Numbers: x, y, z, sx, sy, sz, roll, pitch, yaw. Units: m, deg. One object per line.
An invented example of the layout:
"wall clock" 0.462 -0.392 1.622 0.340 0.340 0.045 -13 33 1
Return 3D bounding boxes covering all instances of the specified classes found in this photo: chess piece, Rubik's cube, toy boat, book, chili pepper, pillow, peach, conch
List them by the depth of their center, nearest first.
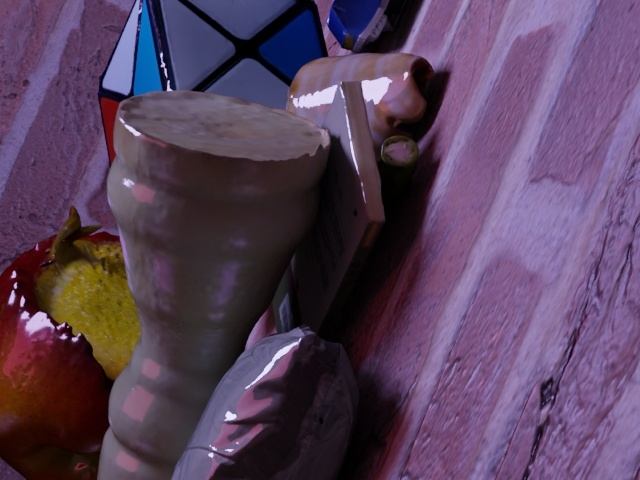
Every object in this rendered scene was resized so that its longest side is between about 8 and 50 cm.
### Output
"pillow" -0.064 0.220 1.492 0.283 0.138 0.310 -151 86 -87
"chili pepper" 0.060 -0.059 1.659 0.050 0.052 0.201 -40 -1 -24
"chess piece" -0.130 0.083 1.670 0.234 0.234 0.442 -104 22 -71
"book" 0.000 0.000 1.676 0.289 0.026 0.201 116 154 -46
"conch" 0.032 -0.151 1.767 0.255 0.127 0.158 -42 27 63
"toy boat" 0.061 -0.304 2.057 0.295 0.088 0.129 172 121 -89
"Rubik's cube" -0.135 -0.175 2.109 0.248 0.246 0.250 123 142 -47
"peach" -0.303 0.176 2.133 0.310 0.335 0.406 -60 20 27
